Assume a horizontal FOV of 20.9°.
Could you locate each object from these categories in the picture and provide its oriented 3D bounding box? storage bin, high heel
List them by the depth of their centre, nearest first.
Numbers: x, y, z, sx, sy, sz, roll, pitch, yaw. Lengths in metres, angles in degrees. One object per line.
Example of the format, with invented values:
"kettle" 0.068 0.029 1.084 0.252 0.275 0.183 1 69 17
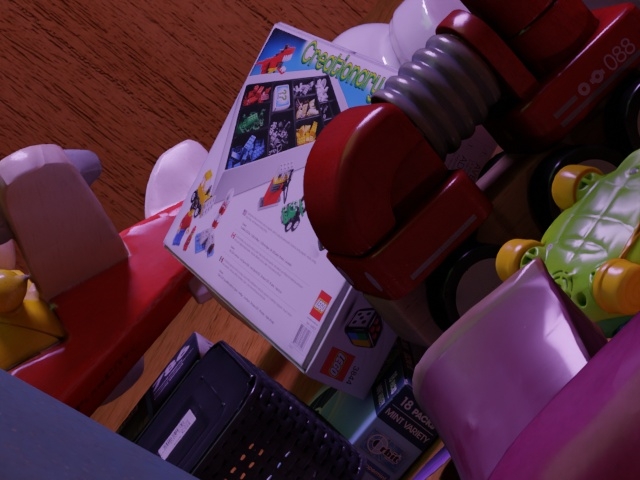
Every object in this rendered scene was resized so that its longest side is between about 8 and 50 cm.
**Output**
"high heel" 0.203 0.005 0.583 0.377 0.127 0.181 -45 39 15
"storage bin" -0.055 0.140 1.033 0.122 0.084 0.180 -53 13 -3

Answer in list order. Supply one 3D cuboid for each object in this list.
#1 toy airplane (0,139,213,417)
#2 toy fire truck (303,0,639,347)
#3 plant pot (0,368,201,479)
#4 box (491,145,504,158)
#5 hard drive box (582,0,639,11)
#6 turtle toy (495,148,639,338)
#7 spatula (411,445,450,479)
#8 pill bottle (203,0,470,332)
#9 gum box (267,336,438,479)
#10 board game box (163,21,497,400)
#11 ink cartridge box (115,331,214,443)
"toy airplane" -0.234 0.044 1.566 0.384 0.272 0.386 -26 -35 -59
"toy fire truck" 0.071 -0.088 0.948 0.217 0.246 0.158 -43 12 -9
"plant pot" -0.150 0.191 0.652 0.341 0.334 0.341 -55 4 5
"box" 0.114 -0.063 1.197 0.087 0.102 0.101 -53 10 1
"hard drive box" 0.259 -0.275 1.357 0.181 0.089 0.232 -39 15 54
"turtle toy" 0.154 0.000 0.839 0.130 0.066 0.095 -51 31 -15
"spatula" 0.093 0.065 1.014 0.084 0.030 0.296 -46 10 28
"pill bottle" 0.037 -0.064 1.377 0.301 0.169 0.169 -47 10 33
"gum box" 0.005 0.144 1.110 0.184 0.041 0.157 -51 10 10
"board game box" -0.003 -0.033 1.172 0.193 0.053 0.305 -62 26 4
"ink cartridge box" -0.144 0.184 1.668 0.165 0.065 0.332 -52 8 1
